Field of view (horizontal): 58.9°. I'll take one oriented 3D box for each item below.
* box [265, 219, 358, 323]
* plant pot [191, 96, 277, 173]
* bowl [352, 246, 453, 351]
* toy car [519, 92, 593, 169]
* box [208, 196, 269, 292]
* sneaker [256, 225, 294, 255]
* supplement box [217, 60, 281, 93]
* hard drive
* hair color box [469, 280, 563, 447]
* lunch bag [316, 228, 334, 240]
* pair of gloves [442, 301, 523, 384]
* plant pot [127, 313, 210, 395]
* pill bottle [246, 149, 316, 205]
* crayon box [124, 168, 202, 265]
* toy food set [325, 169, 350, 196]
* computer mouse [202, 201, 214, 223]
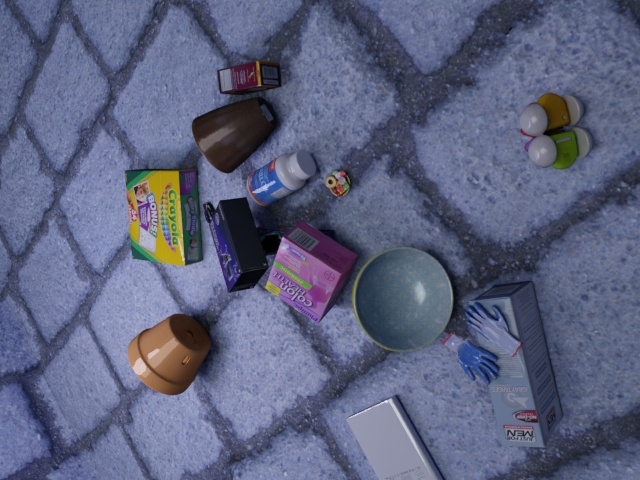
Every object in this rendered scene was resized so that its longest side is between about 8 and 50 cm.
[{"bbox_3d":[-0.033,0.100,1.779,0.214,0.117,0.243,33,133,12],"label":"box"},{"bbox_3d":[-0.266,-0.369,1.878,0.231,0.215,0.215,-27,83,22],"label":"plant pot"},{"bbox_3d":[0.216,0.165,1.626,0.156,0.290,0.289,159,94,-79],"label":"bowl"},{"bbox_3d":[0.542,-0.253,1.354,0.136,0.159,0.181,163,91,-71],"label":"toy car"},{"bbox_3d":[-0.276,0.015,1.881,0.184,0.103,0.261,-48,57,53],"label":"box"},{"bbox_3d":[-0.189,0.001,1.924,0.262,0.125,0.104,-8,94,36],"label":"sneaker"},{"bbox_3d":[-0.236,-0.533,1.867,0.188,0.104,0.080,1,100,36],"label":"supplement box"},{"bbox_3d":[0.238,0.674,1.802,0.210,0.040,0.318,-37,77,34],"label":"hard drive"},{"bbox_3d":[0.503,0.309,1.449,0.114,0.185,0.374,-13,91,38],"label":"hair color box"},{"bbox_3d":[0.000,0.000,1.825,0.099,0.067,0.065,4,102,34],"label":"lunch bag"},{"bbox_3d":[0.395,0.250,1.387,0.159,0.023,0.198,42,123,24],"label":"pair of gloves"},{"bbox_3d":[-0.567,0.421,2.206,0.203,0.291,0.291,-46,72,15],"label":"plant pot"},{"bbox_3d":[-0.125,-0.207,1.839,0.222,0.124,0.124,-26,83,36],"label":"pill bottle"},{"bbox_3d":[-0.618,-0.097,2.226,0.313,0.106,0.362,5,102,35],"label":"crayon box"},{"bbox_3d":[0.058,-0.179,1.777,0.083,0.020,0.083,-39,76,34],"label":"toy food set"},{"bbox_3d":[-0.385,-0.035,2.112,0.071,0.041,0.242,-39,75,35],"label":"computer mouse"}]
